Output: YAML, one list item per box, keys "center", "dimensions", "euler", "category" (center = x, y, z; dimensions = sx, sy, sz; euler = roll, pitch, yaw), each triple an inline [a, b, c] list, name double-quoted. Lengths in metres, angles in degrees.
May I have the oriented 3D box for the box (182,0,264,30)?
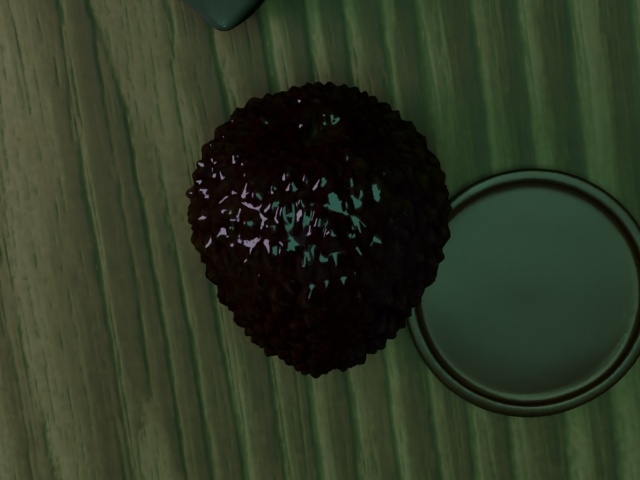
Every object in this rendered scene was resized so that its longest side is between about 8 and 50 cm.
- center: [-0.107, -0.273, 1.380]
  dimensions: [0.172, 0.124, 0.093]
  euler: [40, 108, -3]
  category: "box"

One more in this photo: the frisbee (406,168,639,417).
- center: [0.207, 0.053, 1.464]
  dimensions: [0.250, 0.021, 0.251]
  euler: [0, 98, 1]
  category: "frisbee"

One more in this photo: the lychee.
- center: [0.000, 0.000, 1.362]
  dimensions: [0.271, 0.271, 0.271]
  euler: [0, 99, 2]
  category: "lychee"
